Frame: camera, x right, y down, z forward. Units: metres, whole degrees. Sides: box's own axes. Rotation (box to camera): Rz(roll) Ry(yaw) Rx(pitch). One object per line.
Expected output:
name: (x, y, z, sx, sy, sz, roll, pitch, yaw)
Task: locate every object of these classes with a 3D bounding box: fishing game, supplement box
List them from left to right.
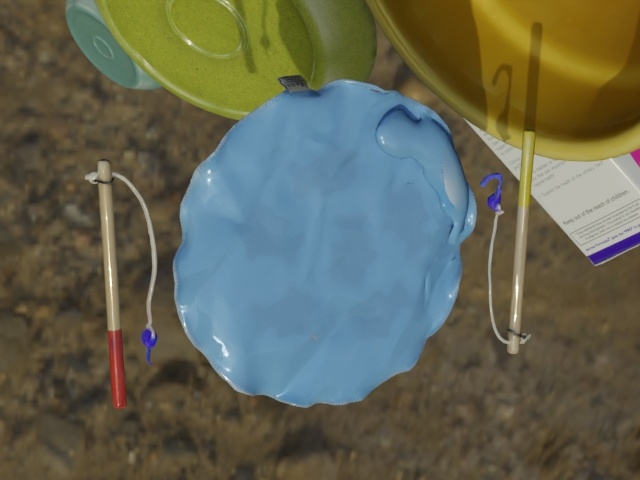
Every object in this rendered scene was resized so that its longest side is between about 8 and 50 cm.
fishing game: (0.000, 0.000, 0.905, 0.264, 0.189, 0.041, -10, 18, -23)
supplement box: (0.214, -0.106, 1.361, 0.220, 0.114, 0.111, 46, 59, -5)

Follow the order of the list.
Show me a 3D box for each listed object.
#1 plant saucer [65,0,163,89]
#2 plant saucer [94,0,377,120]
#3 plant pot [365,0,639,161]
plant saucer: (-0.180, -0.171, 1.402, 0.119, 0.119, 0.021, 35, 66, 20)
plant saucer: (-0.076, -0.167, 1.189, 0.241, 0.241, 0.037, 23, 55, 10)
plant pot: (0.180, -0.213, 0.993, 0.254, 0.254, 0.239, 37, 56, 21)
